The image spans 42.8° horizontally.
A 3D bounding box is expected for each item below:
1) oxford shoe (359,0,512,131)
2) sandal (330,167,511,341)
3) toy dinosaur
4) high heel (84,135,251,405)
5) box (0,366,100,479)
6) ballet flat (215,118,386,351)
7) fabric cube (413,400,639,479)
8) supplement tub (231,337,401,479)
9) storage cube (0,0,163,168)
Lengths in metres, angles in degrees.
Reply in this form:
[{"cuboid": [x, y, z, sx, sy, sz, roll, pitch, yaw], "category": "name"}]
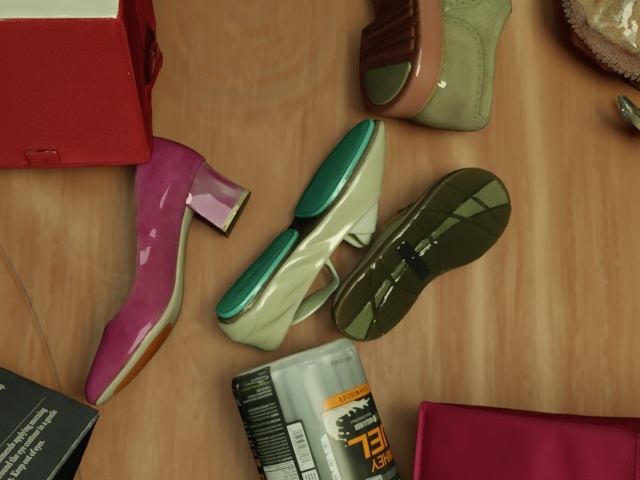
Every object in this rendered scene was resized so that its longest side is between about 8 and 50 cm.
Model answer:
[{"cuboid": [0.124, -0.270, 0.814, 0.130, 0.123, 0.348, 15, 78, -29], "category": "oxford shoe"}, {"cuboid": [0.090, 0.008, 0.776, 0.219, 0.060, 0.090, -44, 116, -12], "category": "sandal"}, {"cuboid": [0.318, -0.194, 0.802, 0.296, 0.127, 0.200, 33, 87, 6], "category": "toy dinosaur"}, {"cuboid": [-0.171, 0.022, 0.741, 0.117, 0.082, 0.244, 30, 81, 2], "category": "high heel"}, {"cuboid": [-0.376, 0.200, 0.548, 0.313, 0.343, 0.178, 26, 109, -1], "category": "box"}, {"cuboid": [0.000, 0.000, 0.769, 0.086, 0.086, 0.248, 38, 81, 1], "category": "ballet flat"}, {"cuboid": [0.239, 0.263, 0.619, 0.259, 0.258, 0.254, 8, 79, -23], "category": "fabric cube"}, {"cuboid": [0.003, 0.190, 0.712, 0.117, 0.117, 0.190, -18, 84, -8], "category": "supplement tub"}, {"cuboid": [-0.246, -0.187, 0.687, 0.215, 0.193, 0.183, -1, 63, -6], "category": "storage cube"}]
